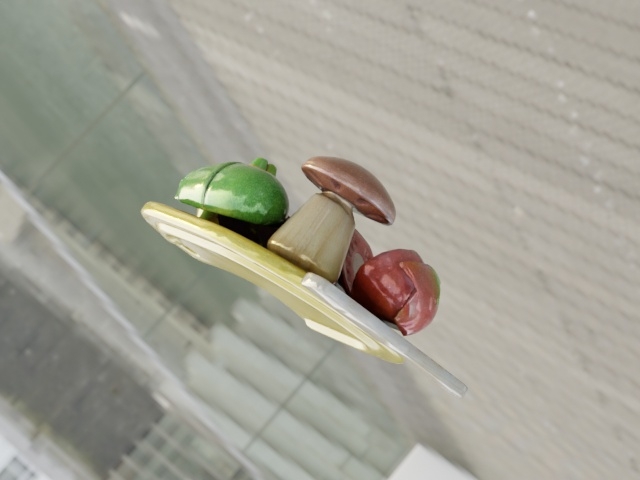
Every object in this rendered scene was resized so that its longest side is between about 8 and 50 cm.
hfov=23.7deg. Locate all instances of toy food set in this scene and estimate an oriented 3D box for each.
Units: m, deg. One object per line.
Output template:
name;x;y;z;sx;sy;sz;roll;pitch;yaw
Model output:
toy food set;0.000;0.000;0.758;0.128;0.071;0.218;36;171;-32
